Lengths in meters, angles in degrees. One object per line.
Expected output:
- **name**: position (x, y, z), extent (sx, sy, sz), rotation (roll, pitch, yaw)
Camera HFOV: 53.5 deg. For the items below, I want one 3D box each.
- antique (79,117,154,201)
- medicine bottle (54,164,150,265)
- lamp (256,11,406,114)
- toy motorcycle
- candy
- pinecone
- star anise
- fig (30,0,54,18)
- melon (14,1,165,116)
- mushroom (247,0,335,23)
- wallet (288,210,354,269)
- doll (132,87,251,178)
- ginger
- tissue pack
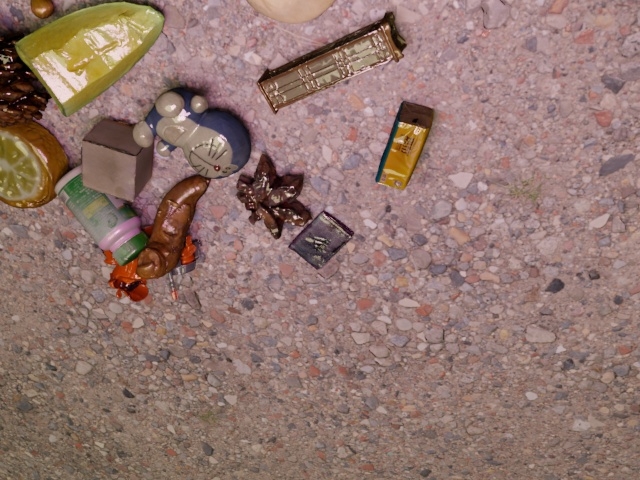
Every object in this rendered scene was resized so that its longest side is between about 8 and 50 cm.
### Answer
- **antique**: position (-0.510, -0.212, 1.612), extent (0.146, 0.148, 0.152), rotation (18, 129, 1)
- **medicine bottle**: position (-0.575, -0.067, 1.700), extent (0.133, 0.133, 0.274), rotation (-36, 92, 33)
- **lamp**: position (0.021, -0.386, 1.391), extent (0.325, 0.089, 0.090), rotation (-17, 119, 24)
- **toy motorcycle**: position (-0.496, 0.065, 1.826), extent (0.325, 0.148, 0.222), rotation (-6, 102, 25)
- **candy**: position (-0.810, -0.207, 1.711), extent (0.259, 0.118, 0.260), rotation (6, 125, 8)
- **pinecone**: position (-0.761, -0.381, 1.501), extent (0.243, 0.243, 0.257), rotation (28, 107, -7)
- **star anise**: position (-0.119, -0.097, 1.637), extent (0.220, 0.099, 0.214), rotation (40, 134, -17)
- **fig**: position (-0.648, -0.552, 1.460), extent (0.050, 0.050, 0.083), rotation (-21, 101, 27)
- **melon**: position (-0.502, -0.435, 1.447), extent (0.323, 0.124, 0.196), rotation (-31, 127, -3)
- **mushroom**: position (-0.043, -0.541, 1.234), extent (0.246, 0.202, 0.246), rotation (-3, 85, 33)
- **wallet**: position (0.000, -0.001, 1.721), extent (0.111, 0.030, 0.166), rotation (40, 124, -10)
- **doll**: position (-0.293, -0.250, 1.528), extent (0.258, 0.154, 0.228), rotation (40, 133, -15)
- **ginger**: position (-0.394, -0.031, 1.668), extent (0.107, 0.310, 0.133), rotation (21, 159, -4)
- **tissue pack**: position (0.192, -0.217, 1.455), extent (0.082, 0.120, 0.169), rotation (19, 127, 1)
